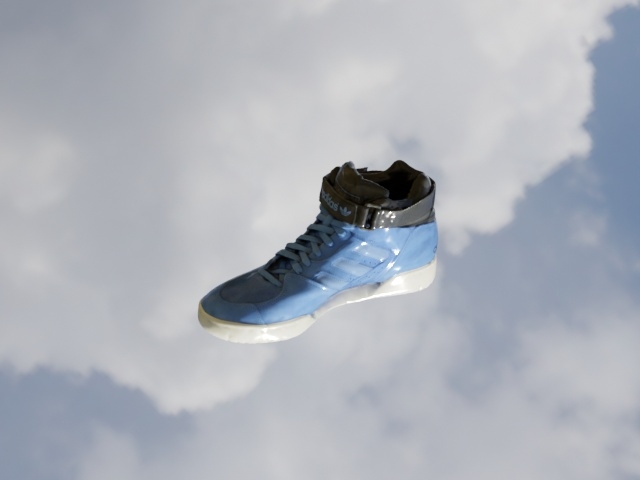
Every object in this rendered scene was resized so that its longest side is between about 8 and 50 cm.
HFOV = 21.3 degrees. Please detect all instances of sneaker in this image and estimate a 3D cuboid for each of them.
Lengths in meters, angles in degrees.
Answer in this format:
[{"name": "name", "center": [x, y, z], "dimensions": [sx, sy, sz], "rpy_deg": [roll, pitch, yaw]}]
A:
[{"name": "sneaker", "center": [0.000, 0.000, 0.948], "dimensions": [0.152, 0.084, 0.058], "rpy_deg": [-15, -146, -24]}]
